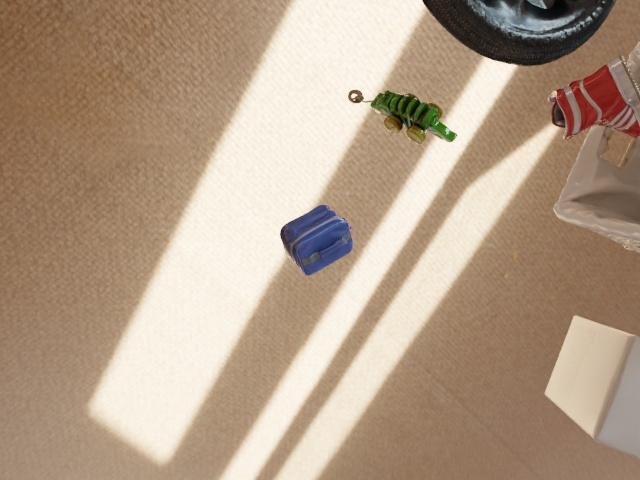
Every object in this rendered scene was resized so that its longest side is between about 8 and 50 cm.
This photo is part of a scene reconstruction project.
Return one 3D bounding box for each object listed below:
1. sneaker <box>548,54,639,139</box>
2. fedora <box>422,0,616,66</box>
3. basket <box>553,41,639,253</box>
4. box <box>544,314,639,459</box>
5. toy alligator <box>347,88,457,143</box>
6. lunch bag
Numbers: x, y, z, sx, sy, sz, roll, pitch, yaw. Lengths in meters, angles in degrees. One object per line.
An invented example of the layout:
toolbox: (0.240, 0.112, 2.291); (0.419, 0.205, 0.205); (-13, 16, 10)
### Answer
sneaker: (0.227, -0.103, 0.568); (0.067, 0.042, 0.118); (-25, 153, 25)
fedora: (0.228, -0.382, 0.890); (0.334, 0.152, 0.334); (-7, 108, -22)
basket: (0.594, -0.112, 1.032); (0.266, 0.331, 0.328); (25, 93, -14)
box: (0.531, 0.249, 1.144); (0.215, 0.345, 0.168); (20, 91, 6)
toy alligator: (0.108, -0.189, 0.987); (0.056, 0.190, 0.051); (-52, 151, -15)
lunch bag: (0.000, 0.000, 0.989); (0.098, 0.065, 0.067); (-30, 133, -13)
